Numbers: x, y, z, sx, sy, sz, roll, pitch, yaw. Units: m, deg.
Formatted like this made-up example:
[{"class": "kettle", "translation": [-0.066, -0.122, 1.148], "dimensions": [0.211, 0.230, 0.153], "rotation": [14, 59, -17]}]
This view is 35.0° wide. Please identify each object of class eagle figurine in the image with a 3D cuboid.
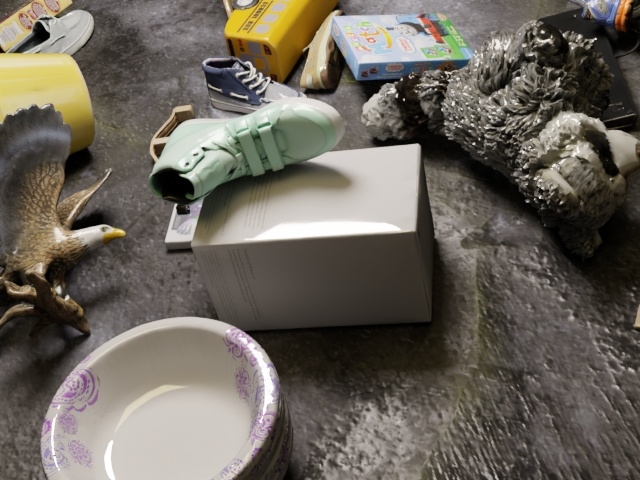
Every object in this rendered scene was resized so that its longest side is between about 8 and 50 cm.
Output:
[{"class": "eagle figurine", "translation": [-0.395, -0.012, 1.478], "dimensions": [0.225, 0.226, 0.298], "rotation": [5, 53, -32]}]

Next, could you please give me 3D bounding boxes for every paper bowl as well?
[{"class": "paper bowl", "translation": [-0.172, 0.241, 1.199], "dimensions": [0.284, 0.148, 0.284], "rotation": [-7, 45, 7]}]

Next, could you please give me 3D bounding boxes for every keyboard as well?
[{"class": "keyboard", "translation": [0.457, -0.286, 1.650], "dimensions": [0.201, 0.033, 0.317], "rotation": [-13, 44, 11]}]

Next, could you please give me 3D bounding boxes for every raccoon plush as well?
[{"class": "raccoon plush", "translation": [0.254, -0.108, 1.474], "dimensions": [0.446, 0.216, 0.299], "rotation": [-19, 52, 45]}]

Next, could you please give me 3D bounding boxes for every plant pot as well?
[{"class": "plant pot", "translation": [-0.518, -0.208, 1.698], "dimensions": [0.238, 0.254, 0.254], "rotation": [-17, 41, -26]}]

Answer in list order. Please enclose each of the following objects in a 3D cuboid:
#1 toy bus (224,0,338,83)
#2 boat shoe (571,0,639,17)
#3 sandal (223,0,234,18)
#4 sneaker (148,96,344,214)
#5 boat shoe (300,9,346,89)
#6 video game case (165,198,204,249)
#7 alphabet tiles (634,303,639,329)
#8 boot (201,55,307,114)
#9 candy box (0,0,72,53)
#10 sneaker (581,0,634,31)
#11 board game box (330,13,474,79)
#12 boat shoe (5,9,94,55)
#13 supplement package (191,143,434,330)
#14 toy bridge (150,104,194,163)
[{"class": "toy bus", "translation": [-0.065, -0.430, 1.879], "dimensions": [0.130, 0.108, 0.333], "rotation": [10, 49, 23]}, {"class": "boat shoe", "translation": [0.481, -0.449, 1.769], "dimensions": [0.065, 0.083, 0.183], "rotation": [-38, 48, -22]}, {"class": "sandal", "translation": [-0.147, -0.489, 1.976], "dimensions": [0.079, 0.088, 0.240], "rotation": [-18, 38, 5]}, {"class": "sneaker", "translation": [-0.098, -0.101, 1.307], "dimensions": [0.255, 0.094, 0.151], "rotation": [-7, 35, 24]}, {"class": "boat shoe", "translation": [0.001, -0.341, 1.806], "dimensions": [0.072, 0.068, 0.190], "rotation": [-7, 43, 25]}, {"class": "video game case", "translation": [-0.143, -0.064, 1.592], "dimensions": [0.173, 0.022, 0.190], "rotation": [-4, 45, 11]}, {"class": "alphabet tiles", "translation": [0.528, 0.040, 1.316], "dimensions": [0.198, 0.009, 0.237], "rotation": [8, 49, 22]}, {"class": "boot", "translation": [-0.116, -0.264, 1.740], "dimensions": [0.189, 0.086, 0.069], "rotation": [8, 48, 22]}, {"class": "candy box", "translation": [-0.600, -0.439, 2.045], "dimensions": [0.109, 0.053, 0.187], "rotation": [-3, 39, 52]}, {"class": "sneaker", "translation": [0.485, -0.443, 1.693], "dimensions": [0.087, 0.083, 0.221], "rotation": [8, 54, 15]}, {"class": "board game box", "translation": [0.140, -0.332, 1.734], "dimensions": [0.211, 0.039, 0.160], "rotation": [-6, 42, -16]}, {"class": "boat shoe", "translation": [-0.530, -0.396, 1.988], "dimensions": [0.079, 0.081, 0.227], "rotation": [16, 52, 28]}, {"class": "supplement package", "translation": [0.000, 0.000, 1.376], "dimensions": [0.292, 0.175, 0.178], "rotation": [-4, 43, 12]}, {"class": "toy bridge", "translation": [-0.254, -0.163, 1.718], "dimensions": [0.063, 0.026, 0.188], "rotation": [-8, 44, 9]}]
